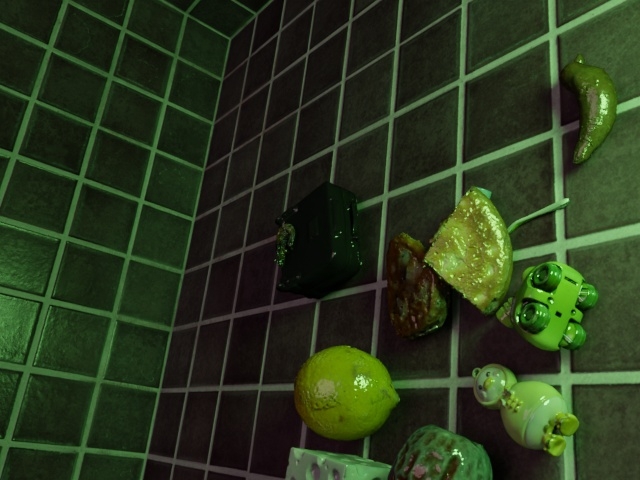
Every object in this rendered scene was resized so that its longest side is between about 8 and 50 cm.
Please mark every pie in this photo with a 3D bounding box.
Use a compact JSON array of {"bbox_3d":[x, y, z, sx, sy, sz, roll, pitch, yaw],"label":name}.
[{"bbox_3d":[0.263,0.137,1.622,0.308,0.085,0.308,-6,83,63],"label":"pie"}]

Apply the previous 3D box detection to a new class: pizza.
[{"bbox_3d":[0.372,0.029,1.486,0.226,0.086,0.335,-9,78,15],"label":"pizza"}]

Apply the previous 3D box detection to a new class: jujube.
[{"bbox_3d":[0.249,0.579,1.297,0.215,0.246,0.308,20,74,14],"label":"jujube"}]

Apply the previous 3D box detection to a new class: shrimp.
[{"bbox_3d":[-0.124,0.012,1.992,0.091,0.034,0.161,-23,53,41],"label":"shrimp"}]

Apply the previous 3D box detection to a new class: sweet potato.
[{"bbox_3d":[0.637,-0.336,1.378,0.124,0.098,0.310,127,148,-61],"label":"sweet potato"}]

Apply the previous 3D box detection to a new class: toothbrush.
[{"bbox_3d":[0.509,-0.042,1.464,0.263,0.022,0.026,-31,61,43],"label":"toothbrush"}]

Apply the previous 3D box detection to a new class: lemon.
[{"bbox_3d":[0.071,0.425,1.626,0.310,0.258,0.258,-3,69,29],"label":"lemon"}]

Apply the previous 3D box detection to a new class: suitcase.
[{"bbox_3d":[0.000,0.000,2.006,0.339,0.188,0.345,-37,43,40],"label":"suitcase"}]

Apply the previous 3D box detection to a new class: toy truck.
[{"bbox_3d":[0.494,0.134,1.296,0.187,0.148,0.210,-62,13,6],"label":"toy truck"}]

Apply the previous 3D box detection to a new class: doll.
[{"bbox_3d":[0.428,0.355,1.276,0.296,0.117,0.141,29,94,56],"label":"doll"}]

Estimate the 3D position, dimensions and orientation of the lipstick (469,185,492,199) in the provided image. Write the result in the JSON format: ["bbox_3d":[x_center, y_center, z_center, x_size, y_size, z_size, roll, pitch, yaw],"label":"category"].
[{"bbox_3d":[0.392,-0.007,1.570,0.061,0.068,0.274,25,100,57],"label":"lipstick"}]

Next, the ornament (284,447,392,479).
[{"bbox_3d":[0.059,0.688,1.504,0.240,0.240,0.239,-11,64,51],"label":"ornament"}]
